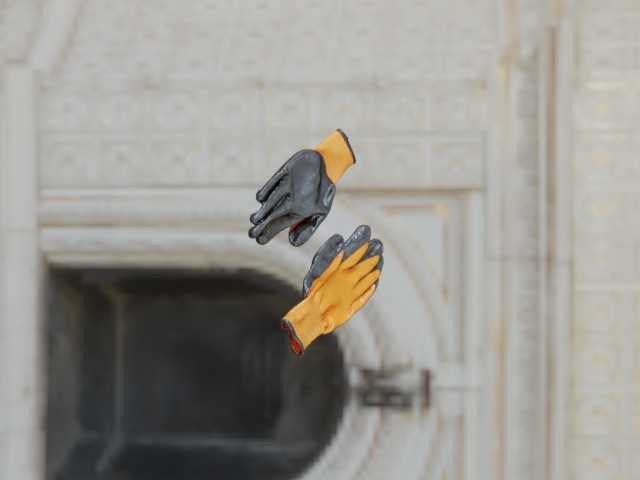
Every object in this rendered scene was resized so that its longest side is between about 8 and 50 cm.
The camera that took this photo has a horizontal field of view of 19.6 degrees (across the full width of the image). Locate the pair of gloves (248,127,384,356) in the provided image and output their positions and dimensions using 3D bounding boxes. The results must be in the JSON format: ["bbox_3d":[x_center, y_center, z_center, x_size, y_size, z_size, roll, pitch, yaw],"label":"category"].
[{"bbox_3d":[0.000,0.000,0.809,0.074,0.010,0.083,-43,124,-38],"label":"pair of gloves"}]
